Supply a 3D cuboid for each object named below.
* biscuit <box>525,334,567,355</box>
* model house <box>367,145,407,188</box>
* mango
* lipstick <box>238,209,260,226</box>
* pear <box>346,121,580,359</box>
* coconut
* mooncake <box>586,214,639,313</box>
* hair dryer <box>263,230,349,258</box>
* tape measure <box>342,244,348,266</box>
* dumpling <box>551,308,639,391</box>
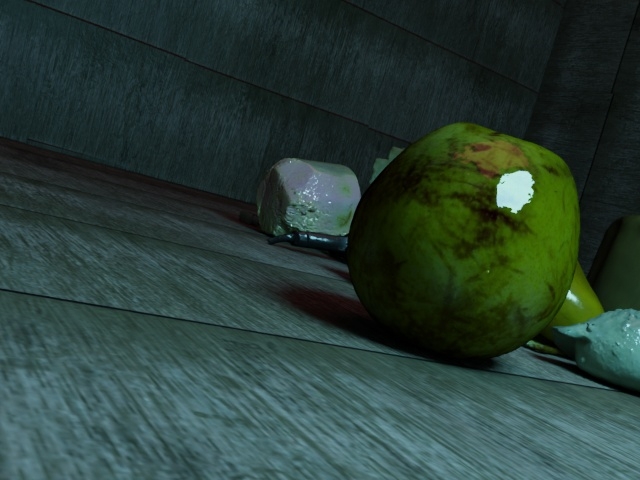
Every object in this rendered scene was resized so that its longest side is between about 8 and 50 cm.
[{"bbox_3d":[0.314,0.148,1.215,0.144,0.016,0.203,14,5,-39],"label":"biscuit"},{"bbox_3d":[0.256,-0.060,1.864,0.245,0.312,0.280,15,4,25],"label":"model house"},{"bbox_3d":[0.347,0.047,1.233,0.195,0.142,0.331,35,18,-17],"label":"mango"},{"bbox_3d":[-0.175,-0.054,2.029,0.030,0.030,0.129,14,5,-37],"label":"lipstick"},{"bbox_3d":[0.165,-0.001,0.872,0.284,0.283,0.283,16,3,-1],"label":"pear"},{"bbox_3d":[-0.014,-0.084,1.867,0.245,0.233,0.233,6,9,-31],"label":"coconut"},{"bbox_3d":[0.754,0.132,1.489,0.467,0.262,0.467,19,2,-1],"label":"mooncake"},{"bbox_3d":[0.000,0.000,1.661,0.272,0.091,0.235,11,-4,-25],"label":"hair dryer"},{"bbox_3d":[0.229,0.076,1.353,0.351,0.098,0.215,18,1,-20],"label":"tape measure"},{"bbox_3d":[0.424,0.146,1.013,0.219,0.108,0.153,20,5,23],"label":"dumpling"}]
